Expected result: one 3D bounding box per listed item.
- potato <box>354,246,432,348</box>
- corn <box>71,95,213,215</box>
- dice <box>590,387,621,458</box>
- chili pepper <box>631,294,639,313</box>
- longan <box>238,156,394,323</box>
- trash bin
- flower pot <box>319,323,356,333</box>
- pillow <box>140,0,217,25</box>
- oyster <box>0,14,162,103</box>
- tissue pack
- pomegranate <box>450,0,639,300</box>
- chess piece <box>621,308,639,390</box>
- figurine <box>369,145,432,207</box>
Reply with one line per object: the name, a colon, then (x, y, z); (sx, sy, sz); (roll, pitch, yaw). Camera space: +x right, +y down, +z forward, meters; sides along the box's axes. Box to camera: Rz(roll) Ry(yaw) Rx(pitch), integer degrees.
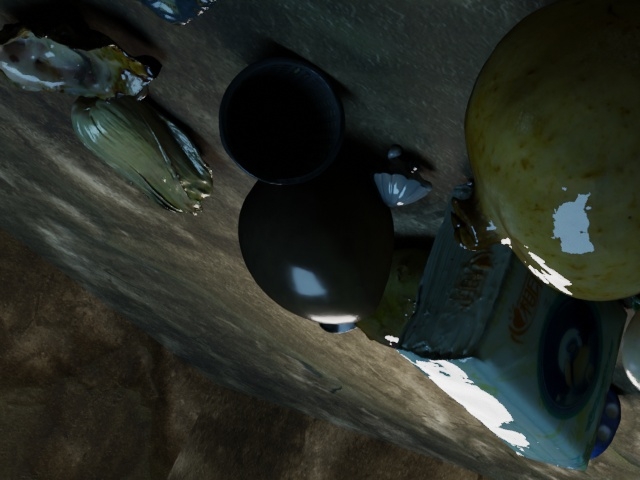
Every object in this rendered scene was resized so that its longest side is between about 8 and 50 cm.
potato: (0.170, 0.109, 1.893); (0.210, 0.173, 0.307); (35, 158, -31)
corn: (-0.305, -0.157, 1.879); (0.122, 0.123, 0.305); (19, 163, 48)
dice: (0.498, 0.341, 2.128); (0.143, 0.146, 0.146); (29, 162, -16)
chili pepper: (0.510, 0.107, 1.601); (0.108, 0.062, 0.216); (29, 164, 14)
longan: (0.000, 0.000, 1.671); (0.243, 0.300, 0.300); (-25, 139, 18)
trash bin: (-0.068, -0.162, 1.510); (0.175, 0.175, 0.161); (31, 174, -13)
flower pot: (0.038, 0.088, 2.075); (0.157, 0.157, 0.107); (4, 139, 50)
pillow: (-0.249, -0.369, 1.368); (0.255, 0.034, 0.189); (34, 159, -17)
oyster: (-0.407, -0.291, 1.706); (0.221, 0.096, 0.361); (32, 162, -33)
tissue pack: (0.301, 0.133, 1.597); (0.162, 0.287, 0.388); (1, 151, 41)
pomegranate: (0.276, -0.093, 1.019); (0.307, 0.307, 0.307); (24, 162, 8)
chess piece: (0.412, 0.034, 1.139); (0.167, 0.300, 0.167); (24, 161, 9)
figurine: (0.122, -0.090, 1.585); (0.094, 0.082, 0.086); (19, 147, -10)
